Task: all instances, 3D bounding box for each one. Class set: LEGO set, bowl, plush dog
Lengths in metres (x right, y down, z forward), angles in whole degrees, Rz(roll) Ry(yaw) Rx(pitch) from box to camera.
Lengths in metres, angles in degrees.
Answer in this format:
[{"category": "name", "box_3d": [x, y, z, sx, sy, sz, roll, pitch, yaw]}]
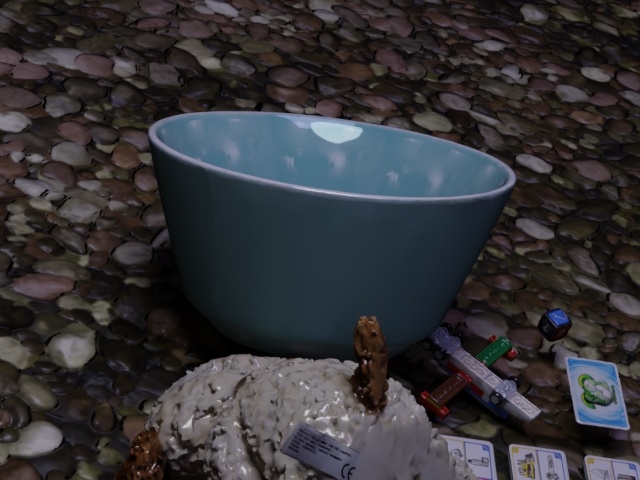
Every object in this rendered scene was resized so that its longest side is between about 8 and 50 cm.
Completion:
[{"category": "LEGO set", "box_3d": [0.172, 0.153, 1.369, 0.182, 0.060, 0.244, 9, 44, -12]}, {"category": "bowl", "box_3d": [0.000, 0.000, 1.360, 0.312, 0.163, 0.311, 8, 14, -2]}, {"category": "plush dog", "box_3d": [-0.033, 0.148, 1.181, 0.225, 0.210, 0.262, 8, 20, 43]}]
